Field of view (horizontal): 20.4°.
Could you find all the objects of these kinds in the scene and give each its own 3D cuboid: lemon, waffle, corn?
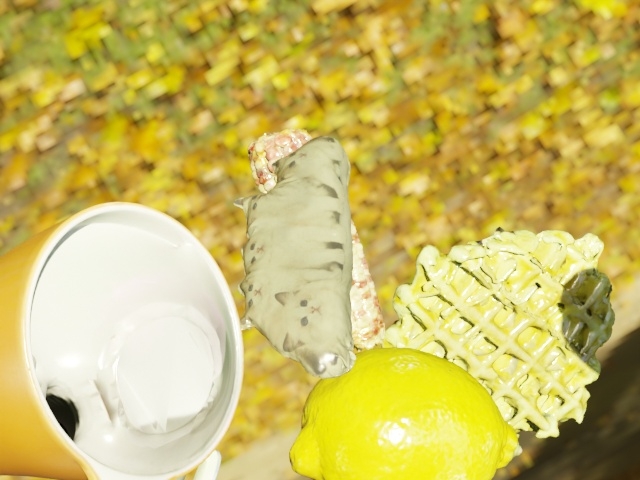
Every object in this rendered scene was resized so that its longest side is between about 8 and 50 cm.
[{"bbox_3d":[0.087,0.199,1.825,0.248,0.184,0.184,-2,156,-18],"label":"lemon"},{"bbox_3d":[0.225,0.123,2.190,0.317,0.073,0.297,-3,116,-18],"label":"waffle"},{"bbox_3d":[0.000,0.000,1.755,0.079,0.237,0.079,-22,-179,0],"label":"corn"}]

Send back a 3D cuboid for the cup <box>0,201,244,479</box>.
[{"bbox_3d":[-0.189,0.105,1.192,0.264,0.226,0.182,-15,154,43],"label":"cup"}]

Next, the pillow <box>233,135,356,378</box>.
[{"bbox_3d":[-0.021,0.010,1.365,0.093,0.241,0.051,-5,139,4],"label":"pillow"}]

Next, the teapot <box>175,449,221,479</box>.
[{"bbox_3d":[-0.212,0.291,2.192,0.149,0.111,0.108,-13,125,-54],"label":"teapot"}]
